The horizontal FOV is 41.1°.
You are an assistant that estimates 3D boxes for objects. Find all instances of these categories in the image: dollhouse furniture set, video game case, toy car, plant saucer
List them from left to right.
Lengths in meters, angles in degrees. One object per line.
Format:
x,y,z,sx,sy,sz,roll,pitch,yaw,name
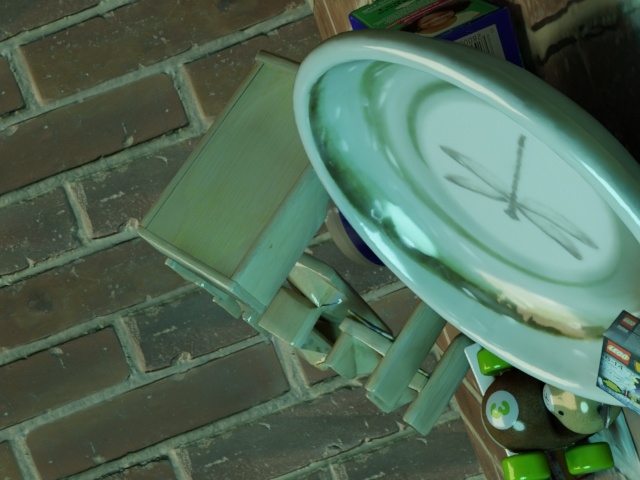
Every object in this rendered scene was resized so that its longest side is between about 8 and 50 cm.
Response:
0.000,0.000,1.055,0.362,0.256,0.394,28,168,34,dollhouse furniture set
0.153,-0.032,0.710,0.400,0.100,0.400,39,163,14,plant saucer
0.283,0.235,1.127,0.285,0.025,0.204,17,-131,-61,video game case
0.262,0.167,0.916,0.188,0.149,0.155,100,161,-68,toy car

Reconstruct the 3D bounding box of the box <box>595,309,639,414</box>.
0.259,0.113,0.592,0.137,0.027,0.094,34,160,30,box

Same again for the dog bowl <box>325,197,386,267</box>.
0.105,-0.095,1.246,0.265,0.104,0.265,15,-108,-55,dog bowl

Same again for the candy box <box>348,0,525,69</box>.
0.148,-0.140,0.978,0.317,0.122,0.268,-114,1,-67,candy box
